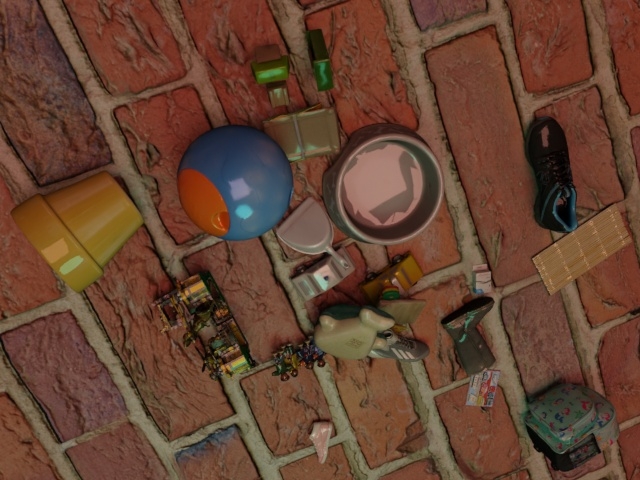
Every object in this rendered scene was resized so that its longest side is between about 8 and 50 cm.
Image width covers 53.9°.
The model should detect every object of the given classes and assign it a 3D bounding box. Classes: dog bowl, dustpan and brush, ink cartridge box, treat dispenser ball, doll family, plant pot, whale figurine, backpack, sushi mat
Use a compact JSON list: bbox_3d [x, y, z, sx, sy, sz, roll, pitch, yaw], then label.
[{"bbox_3d":[0.182,-0.145,1.735,0.349,0.102,0.349,-2,105,-10],"label":"dog bowl"},{"bbox_3d":[0.000,0.000,1.739,0.211,0.060,0.147,42,81,14],"label":"dustpan and brush"},{"bbox_3d":[0.487,0.116,1.900,0.048,0.028,0.083,-8,105,-9],"label":"ink cartridge box"},{"bbox_3d":[-0.210,-0.142,1.562,0.288,0.288,0.288,-3,105,-10],"label":"treat dispenser ball"},{"bbox_3d":[-0.055,0.345,1.834,0.193,0.076,0.111,-18,102,-9],"label":"doll family"},{"bbox_3d":[-0.580,-0.039,1.555,0.239,0.254,0.254,-39,109,-16],"label":"plant pot"},{"bbox_3d":[0.097,0.229,1.752,0.216,0.141,0.272,24,143,-17],"label":"whale figurine"},{"bbox_3d":[0.795,0.569,1.979,0.253,0.225,0.191,-23,113,-8],"label":"backpack"},{"bbox_3d":[0.811,0.029,1.945,0.316,0.019,0.151,-34,107,-1],"label":"sushi mat"}]

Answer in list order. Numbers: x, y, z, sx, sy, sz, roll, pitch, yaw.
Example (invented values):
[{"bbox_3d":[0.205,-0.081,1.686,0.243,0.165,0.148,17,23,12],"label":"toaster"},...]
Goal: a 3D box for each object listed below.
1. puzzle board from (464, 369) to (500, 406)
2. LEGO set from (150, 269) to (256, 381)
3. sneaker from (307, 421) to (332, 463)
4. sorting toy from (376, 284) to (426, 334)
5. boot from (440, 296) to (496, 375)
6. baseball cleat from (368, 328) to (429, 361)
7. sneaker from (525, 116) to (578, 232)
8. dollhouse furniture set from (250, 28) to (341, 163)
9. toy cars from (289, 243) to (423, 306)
[{"bbox_3d":[0.519,0.473,2.009,0.096,0.011,0.128,6,103,-13],"label":"puzzle board"},{"bbox_3d":[-0.331,0.240,1.664,0.192,0.255,0.331,-28,104,-3],"label":"LEGO set"},{"bbox_3d":[-0.010,0.615,1.925,0.070,0.051,0.134,9,99,-11],"label":"sneaker"},{"bbox_3d":[0.216,0.194,1.797,0.132,0.046,0.274,0,147,-9],"label":"sorting toy"},{"bbox_3d":[0.486,0.294,1.923,0.189,0.076,0.208,-30,102,13],"label":"boot"},{"bbox_3d":[0.234,0.311,1.867,0.206,0.072,0.109,0,136,-11],"label":"baseball cleat"},{"bbox_3d":[0.681,-0.186,1.800,0.125,0.139,0.341,-16,106,-5],"label":"sneaker"},{"bbox_3d":[-0.062,-0.365,1.649,0.197,0.151,0.301,-12,135,-1],"label":"dollhouse furniture set"},{"bbox_3d":[0.112,0.109,1.795,0.393,0.087,0.176,6,103,-12],"label":"toy cars"}]
